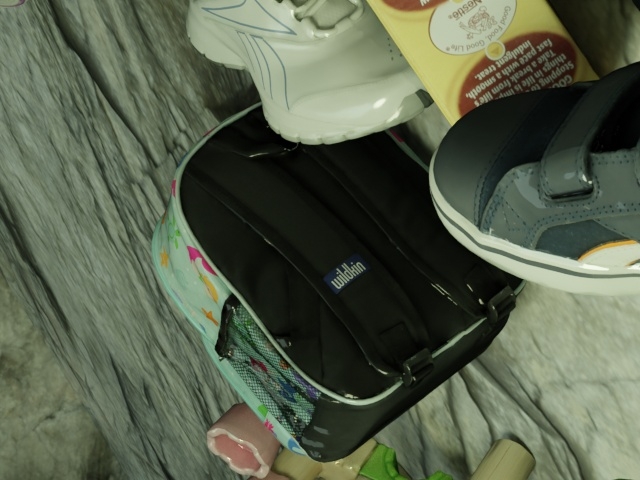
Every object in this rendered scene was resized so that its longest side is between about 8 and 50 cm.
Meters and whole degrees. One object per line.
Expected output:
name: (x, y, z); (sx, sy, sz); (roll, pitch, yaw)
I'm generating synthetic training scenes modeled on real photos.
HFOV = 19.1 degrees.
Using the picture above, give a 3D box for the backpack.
backpack: (0.001, 0.020, 1.449); (0.253, 0.225, 0.191); (48, 149, 11)

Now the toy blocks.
toy blocks: (0.026, 0.313, 1.721); (0.288, 0.260, 0.309); (22, 148, 24)

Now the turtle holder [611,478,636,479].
turtle holder: (0.281, 0.167, 0.980); (0.227, 0.243, 0.320); (45, 157, -21)

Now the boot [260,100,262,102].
boot: (0.000, 0.000, 1.680); (0.246, 0.083, 0.161); (54, 156, 6)

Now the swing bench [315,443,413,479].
swing bench: (0.010, 0.382, 2.002); (0.165, 0.253, 0.255); (36, 153, 47)

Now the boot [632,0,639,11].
boot: (0.146, -0.207, 0.921); (0.207, 0.094, 0.246); (47, 166, 18)

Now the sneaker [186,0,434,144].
sneaker: (-0.023, -0.168, 1.416); (0.297, 0.111, 0.129); (37, 147, 44)

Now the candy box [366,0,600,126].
candy box: (0.049, -0.190, 1.113); (0.316, 0.087, 0.183); (57, -171, 2)

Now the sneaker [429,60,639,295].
sneaker: (0.186, -0.042, 0.890); (0.321, 0.126, 0.127); (12, 144, 33)

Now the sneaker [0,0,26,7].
sneaker: (-0.380, -0.370, 1.914); (0.114, 0.152, 0.305); (-21, 125, 28)
